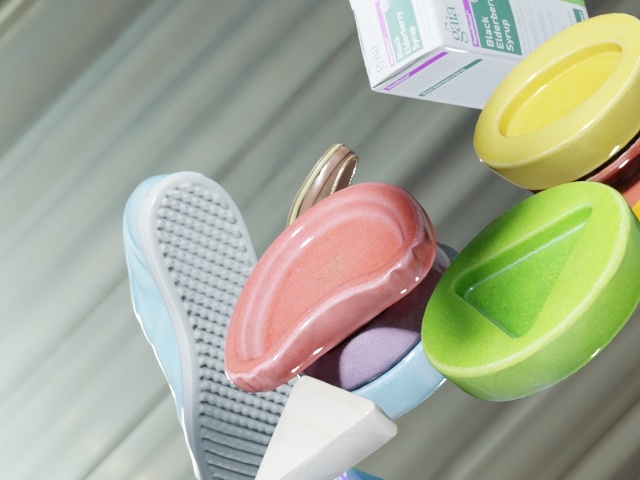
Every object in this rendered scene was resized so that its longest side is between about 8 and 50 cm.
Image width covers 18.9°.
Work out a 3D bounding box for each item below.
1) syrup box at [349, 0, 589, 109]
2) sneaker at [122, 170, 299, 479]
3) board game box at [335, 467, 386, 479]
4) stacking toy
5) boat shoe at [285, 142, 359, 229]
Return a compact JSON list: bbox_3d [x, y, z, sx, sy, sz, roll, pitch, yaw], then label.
[{"bbox_3d":[0.146,-0.184,1.771,0.237,0.096,0.093,6,-116,-45],"label":"syrup box"},{"bbox_3d":[-0.108,0.103,1.933,0.150,0.135,0.366,-167,64,-67],"label":"sneaker"},{"bbox_3d":[0.080,0.315,1.894,0.210,0.047,0.160,32,-149,-56],"label":"board game box"},{"bbox_3d":[0.099,0.045,1.100,0.130,0.309,0.279,46,-154,-25],"label":"stacking toy"},{"bbox_3d":[0.000,0.000,1.738,0.060,0.178,0.064,25,-172,17],"label":"boat shoe"}]
